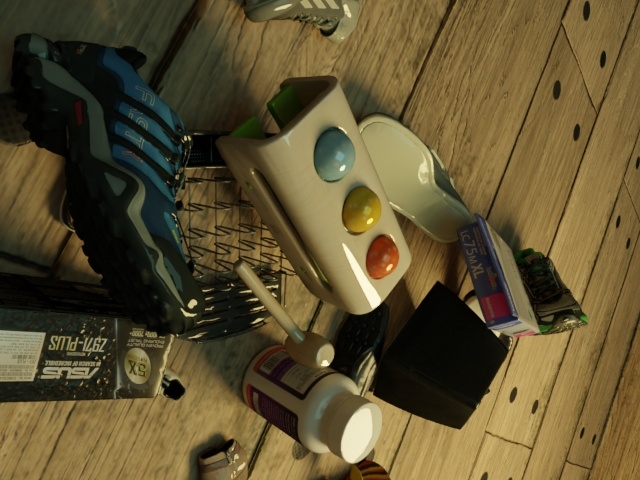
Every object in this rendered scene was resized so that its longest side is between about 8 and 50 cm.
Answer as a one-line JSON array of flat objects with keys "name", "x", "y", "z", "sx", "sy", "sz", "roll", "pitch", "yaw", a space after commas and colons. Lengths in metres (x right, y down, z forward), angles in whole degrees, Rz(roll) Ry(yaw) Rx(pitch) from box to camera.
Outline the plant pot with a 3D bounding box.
[{"name": "plant pot", "x": 0.220, "y": 0.221, "z": 0.888, "sx": 0.187, "sy": 0.167, "sz": 0.188, "roll": -47, "pitch": 155, "yaw": -28}]

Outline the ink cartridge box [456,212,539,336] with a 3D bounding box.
[{"name": "ink cartridge box", "x": 0.330, "y": 0.076, "z": 0.921, "sx": 0.311, "sy": 0.065, "sz": 0.186, "roll": 27, "pitch": 47, "yaw": -59}]

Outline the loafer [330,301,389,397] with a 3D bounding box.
[{"name": "loafer", "x": 0.061, "y": 0.207, "z": 0.853, "sx": 0.223, "sy": 0.076, "sz": 0.078, "roll": -66, "pitch": 150, "yaw": -13}]

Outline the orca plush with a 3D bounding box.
[{"name": "orca plush", "x": 0.350, "y": 0.218, "z": 1.112, "sx": 0.102, "sy": 0.151, "sz": 0.287, "roll": -62, "pitch": 138, "yaw": -60}]

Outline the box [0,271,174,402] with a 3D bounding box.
[{"name": "box", "x": -0.254, "y": 0.085, "z": 0.462, "sx": 0.180, "sy": 0.147, "sz": 0.078, "roll": 16, "pitch": 89, "yaw": -46}]

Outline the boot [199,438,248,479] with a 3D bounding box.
[{"name": "boot", "x": -0.153, "y": 0.339, "z": 0.700, "sx": 0.118, "sy": 0.042, "sz": 0.087, "roll": -28, "pitch": 112, "yaw": -38}]

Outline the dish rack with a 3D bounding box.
[{"name": "dish rack", "x": -0.105, "y": -0.001, "z": 0.637, "sx": 0.208, "sy": 0.074, "sz": 0.272, "roll": -8, "pitch": 105, "yaw": -42}]

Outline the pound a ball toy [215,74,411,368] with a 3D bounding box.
[{"name": "pound a ball toy", "x": 0.000, "y": 0.000, "z": 0.597, "sx": 0.208, "sy": 0.135, "sz": 0.319, "roll": -48, "pitch": 130, "yaw": -24}]

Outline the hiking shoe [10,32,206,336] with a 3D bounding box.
[{"name": "hiking shoe", "x": -0.162, "y": -0.065, "z": 0.452, "sx": 0.132, "sy": 0.113, "sz": 0.304, "roll": -22, "pitch": 80, "yaw": -38}]

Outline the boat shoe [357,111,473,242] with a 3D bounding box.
[{"name": "boat shoe", "x": 0.158, "y": -0.115, "z": 0.872, "sx": 0.319, "sy": 0.116, "sz": 0.099, "roll": 39, "pitch": 29, "yaw": -35}]

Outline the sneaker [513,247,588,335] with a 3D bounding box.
[{"name": "sneaker", "x": 0.491, "y": 0.112, "z": 1.135, "sx": 0.343, "sy": 0.134, "sz": 0.146, "roll": -70, "pitch": 145, "yaw": -76}]

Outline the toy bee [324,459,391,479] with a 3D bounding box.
[{"name": "toy bee", "x": 0.043, "y": 0.503, "z": 0.841, "sx": 0.298, "sy": 0.162, "sz": 0.195, "roll": -36, "pitch": 125, "yaw": -33}]

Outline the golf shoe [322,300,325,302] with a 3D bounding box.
[{"name": "golf shoe", "x": 0.075, "y": 0.047, "z": 0.815, "sx": 0.176, "sy": 0.086, "sz": 0.069, "roll": -37, "pitch": 125, "yaw": -30}]

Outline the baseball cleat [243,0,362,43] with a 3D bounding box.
[{"name": "baseball cleat", "x": -0.008, "y": -0.306, "z": 0.661, "sx": 0.206, "sy": 0.072, "sz": 0.109, "roll": -38, "pitch": 131, "yaw": -27}]

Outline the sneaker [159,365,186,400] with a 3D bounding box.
[{"name": "sneaker", "x": -0.202, "y": 0.158, "z": 0.602, "sx": 0.040, "sy": 0.043, "sz": 0.109, "roll": -54, "pitch": 129, "yaw": -18}]

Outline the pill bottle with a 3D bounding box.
[{"name": "pill bottle", "x": -0.013, "y": 0.226, "z": 0.695, "sx": 0.108, "sy": 0.193, "sz": 0.108, "roll": -13, "pitch": 109, "yaw": -41}]

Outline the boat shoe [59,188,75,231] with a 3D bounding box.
[{"name": "boat shoe", "x": -0.227, "y": -0.063, "z": 0.528, "sx": 0.046, "sy": 0.038, "sz": 0.125, "roll": 47, "pitch": 67, "yaw": -40}]
